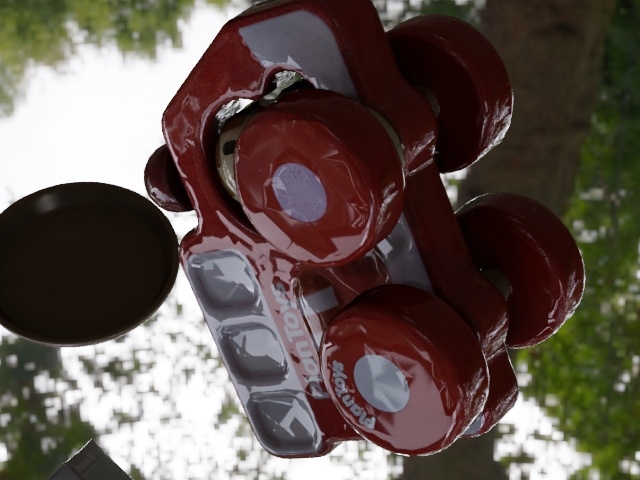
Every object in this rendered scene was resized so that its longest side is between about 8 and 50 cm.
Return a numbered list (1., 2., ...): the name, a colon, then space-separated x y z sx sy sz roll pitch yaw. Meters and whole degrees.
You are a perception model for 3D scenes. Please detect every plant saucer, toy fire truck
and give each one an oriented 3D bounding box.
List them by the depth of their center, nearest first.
1. toy fire truck: 0.000 0.000 0.952 0.254 0.302 0.169 -11 -161 41
2. plant saucer: -0.326 0.035 2.031 0.277 0.041 0.278 1 -128 -1

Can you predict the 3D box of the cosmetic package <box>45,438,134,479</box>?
1. cosmetic package: -0.207 0.335 1.614 0.107 0.238 0.127 -43 -178 6
